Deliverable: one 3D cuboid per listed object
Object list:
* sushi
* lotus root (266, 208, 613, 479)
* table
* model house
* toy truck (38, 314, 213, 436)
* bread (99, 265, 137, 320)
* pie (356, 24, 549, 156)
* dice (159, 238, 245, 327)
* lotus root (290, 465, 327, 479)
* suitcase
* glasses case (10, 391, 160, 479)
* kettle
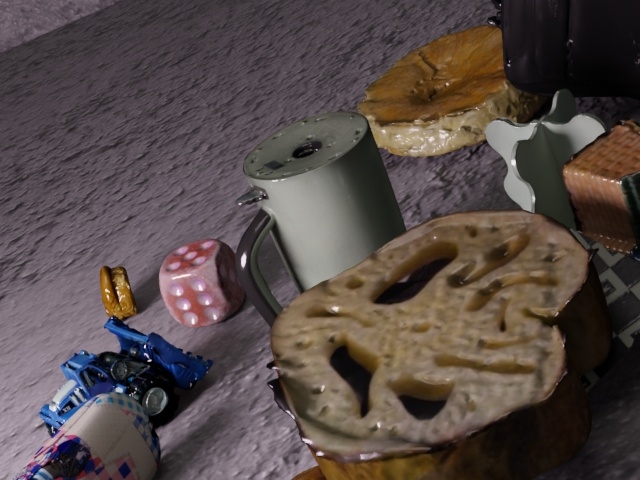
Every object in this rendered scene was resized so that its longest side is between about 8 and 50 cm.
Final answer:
[{"bbox_3d":[0.250,0.128,1.706,0.279,0.043,0.192,-47,41,-9],"label":"sushi"},{"bbox_3d":[0.117,0.116,1.636,0.375,0.111,0.390,8,46,31],"label":"lotus root"},{"bbox_3d":[0.294,-0.067,1.882,0.167,0.198,0.166,-19,27,10],"label":"table"},{"bbox_3d":[0.387,-0.027,1.751,0.166,0.183,0.172,-35,26,-18],"label":"model house"},{"bbox_3d":[-0.253,0.177,1.971,0.208,0.126,0.113,-38,29,-27],"label":"toy truck"},{"bbox_3d":[-0.293,0.077,2.245,0.046,0.083,0.081,-14,69,-4],"label":"bread"},{"bbox_3d":[0.209,-0.232,2.388,0.339,0.083,0.339,-17,26,8],"label":"pie"},{"bbox_3d":[-0.162,0.058,2.149,0.094,0.093,0.091,-13,28,22],"label":"dice"},{"bbox_3d":[0.005,0.284,1.604,0.159,0.095,0.135,4,34,34],"label":"lotus root"},{"bbox_3d":[0.395,-0.366,2.141,0.339,0.345,0.188,5,40,14],"label":"suitcase"},{"bbox_3d":[-0.294,0.305,1.770,0.076,0.125,0.327,-11,28,43],"label":"glasses case"},{"bbox_3d":[0.000,0.000,1.939,0.240,0.255,0.165,-33,30,-22],"label":"kettle"}]
